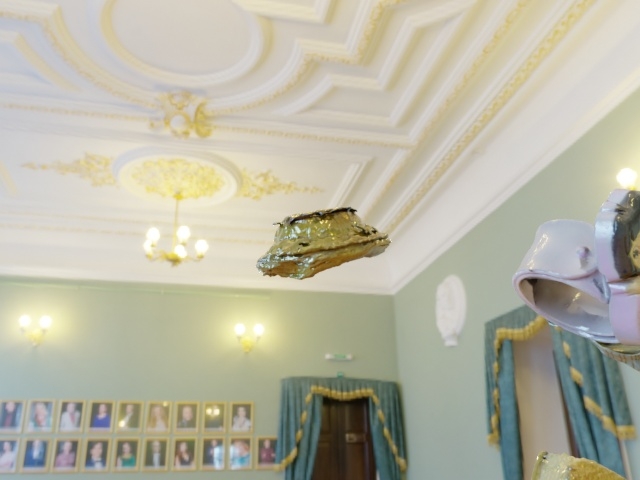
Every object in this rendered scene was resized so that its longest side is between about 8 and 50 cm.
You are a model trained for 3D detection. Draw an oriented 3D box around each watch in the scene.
[{"bbox_3d":[0.425,0.038,0.931,0.244,0.196,0.231,43,-16,-26],"label":"watch"}]

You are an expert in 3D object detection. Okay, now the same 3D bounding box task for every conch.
[{"bbox_3d":[0.785,0.231,1.492,0.385,0.203,0.170,-13,-49,29],"label":"conch"}]

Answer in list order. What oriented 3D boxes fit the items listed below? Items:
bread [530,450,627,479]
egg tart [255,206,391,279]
[{"bbox_3d":[0.389,0.481,0.896,0.184,0.275,0.114,34,-33,1],"label":"bread"},{"bbox_3d":[0.000,0.000,1.015,0.240,0.106,0.241,-11,3,1],"label":"egg tart"}]
